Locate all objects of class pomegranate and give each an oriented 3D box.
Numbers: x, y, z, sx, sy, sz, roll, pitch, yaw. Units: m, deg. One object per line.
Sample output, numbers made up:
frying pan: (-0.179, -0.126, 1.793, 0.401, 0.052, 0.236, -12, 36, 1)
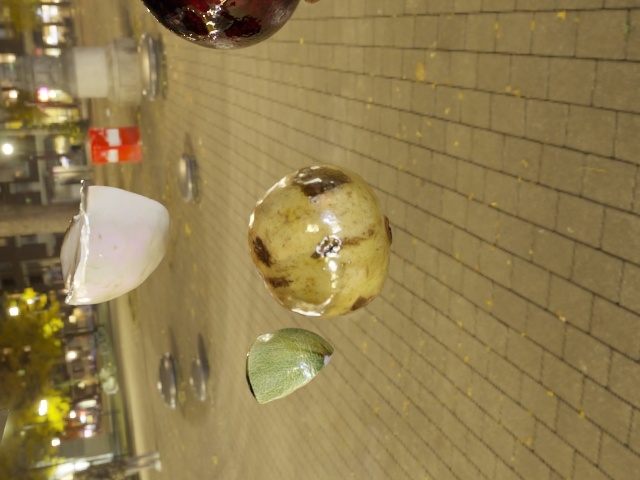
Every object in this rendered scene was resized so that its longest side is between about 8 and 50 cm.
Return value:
pomegranate: (0.000, 0.000, 1.268, 0.281, 0.281, 0.282, 175, 90, -71)

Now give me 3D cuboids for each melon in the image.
melon: (-0.045, 0.178, 1.121, 0.128, 0.160, 0.079, -19, 104, 32)

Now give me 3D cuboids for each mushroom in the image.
mushroom: (-0.339, 0.039, 1.187, 0.236, 0.173, 0.162, -45, 43, 51)

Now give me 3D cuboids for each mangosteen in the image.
mangosteen: (-0.118, -0.440, 1.019, 0.307, 0.346, 0.307, -17, -90, -77)

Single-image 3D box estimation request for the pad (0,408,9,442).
pad: (-0.707, 0.432, 1.369, 0.004, 0.181, 0.267, 45, 126, 21)
